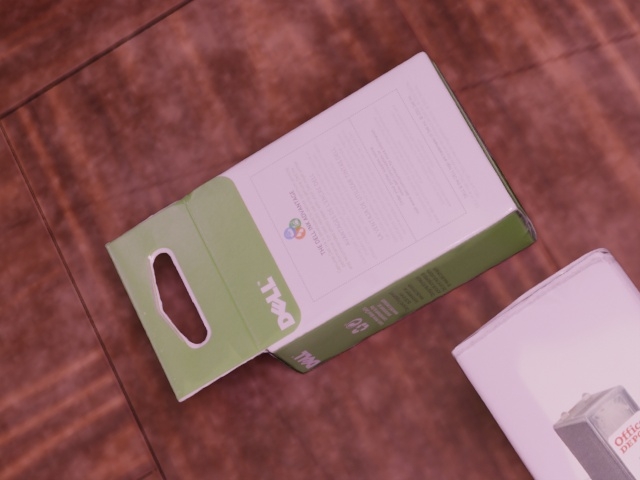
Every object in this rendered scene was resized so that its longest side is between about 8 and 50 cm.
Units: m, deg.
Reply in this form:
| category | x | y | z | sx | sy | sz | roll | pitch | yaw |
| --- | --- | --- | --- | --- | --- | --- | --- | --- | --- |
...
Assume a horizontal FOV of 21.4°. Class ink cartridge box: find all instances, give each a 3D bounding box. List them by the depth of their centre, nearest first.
| category | x | y | z | sx | sy | sz | roll | pitch | yaw |
| --- | --- | --- | --- | --- | --- | --- | --- | --- | --- |
| ink cartridge box | 0.167 | 0.127 | 0.789 | 0.092 | 0.158 | 0.218 | -33 | 67 | 6 |
| ink cartridge box | 0.000 | 0.000 | 0.932 | 0.209 | 0.062 | 0.109 | -31 | 67 | 7 |
